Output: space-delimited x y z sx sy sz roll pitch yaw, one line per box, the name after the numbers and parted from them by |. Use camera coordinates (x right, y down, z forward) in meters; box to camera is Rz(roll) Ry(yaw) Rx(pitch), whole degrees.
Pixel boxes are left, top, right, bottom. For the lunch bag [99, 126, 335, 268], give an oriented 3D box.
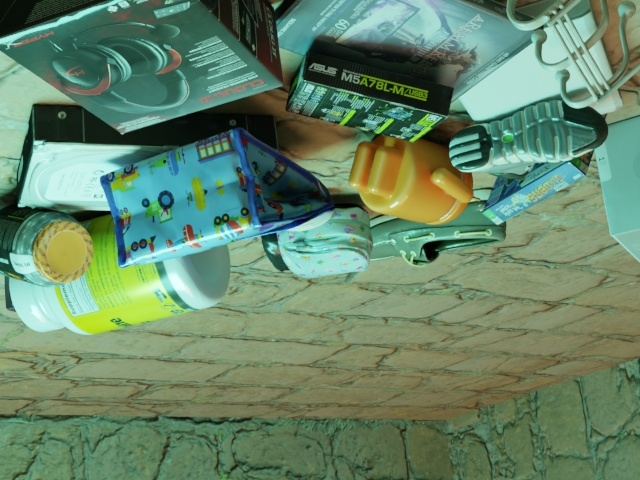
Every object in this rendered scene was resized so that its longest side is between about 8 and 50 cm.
-0.129 -0.049 1.597 0.221 0.138 0.293 -16 172 22 | lunch bag

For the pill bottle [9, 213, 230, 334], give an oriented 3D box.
-0.332 0.050 1.853 0.334 0.188 0.188 -14 160 22 | pill bottle

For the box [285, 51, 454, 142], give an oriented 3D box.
0.056 -0.177 1.426 0.184 0.045 0.190 11 174 -6 | box

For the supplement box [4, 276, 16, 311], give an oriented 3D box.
-0.466 0.079 2.055 0.188 0.081 0.104 -14 161 18 | supplement box

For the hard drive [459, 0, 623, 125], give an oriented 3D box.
0.284 -0.223 1.519 0.203 0.040 0.307 -14 160 18 | hard drive

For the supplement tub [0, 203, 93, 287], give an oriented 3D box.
-0.431 0.008 1.715 0.117 0.117 0.190 10 180 -41 | supplement tub

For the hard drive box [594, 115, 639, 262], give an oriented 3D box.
0.523 -0.073 1.821 0.089 0.181 0.232 -15 159 25 | hard drive box

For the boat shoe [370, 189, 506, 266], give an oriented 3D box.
0.188 -0.006 2.026 0.305 0.091 0.109 -17 158 27 | boat shoe

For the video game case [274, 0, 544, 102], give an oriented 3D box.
0.094 -0.247 1.331 0.274 0.026 0.196 16 152 -26 | video game case

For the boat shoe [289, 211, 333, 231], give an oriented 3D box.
-0.067 -0.058 1.845 0.184 0.066 0.063 6 160 -8 | boat shoe

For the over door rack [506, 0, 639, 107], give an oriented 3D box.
0.374 -0.298 1.246 0.324 0.108 0.239 -30 153 16 | over door rack

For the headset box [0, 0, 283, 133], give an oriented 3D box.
-0.185 -0.229 1.225 0.218 0.110 0.293 -14 160 17 | headset box

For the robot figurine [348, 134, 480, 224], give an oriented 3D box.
0.145 -0.091 1.711 0.219 0.128 0.158 11 147 -43 | robot figurine

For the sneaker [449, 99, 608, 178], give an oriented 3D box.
0.309 -0.138 1.609 0.228 0.086 0.132 -6 169 30 | sneaker

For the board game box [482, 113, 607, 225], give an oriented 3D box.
0.337 -0.116 1.709 0.035 0.136 0.201 37 145 -14 | board game box

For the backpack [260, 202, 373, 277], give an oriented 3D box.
0.000 0.000 1.937 0.182 0.115 0.152 -6 163 10 | backpack

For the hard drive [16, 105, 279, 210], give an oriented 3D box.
-0.253 -0.109 1.621 0.339 0.064 0.237 0 160 -21 | hard drive
